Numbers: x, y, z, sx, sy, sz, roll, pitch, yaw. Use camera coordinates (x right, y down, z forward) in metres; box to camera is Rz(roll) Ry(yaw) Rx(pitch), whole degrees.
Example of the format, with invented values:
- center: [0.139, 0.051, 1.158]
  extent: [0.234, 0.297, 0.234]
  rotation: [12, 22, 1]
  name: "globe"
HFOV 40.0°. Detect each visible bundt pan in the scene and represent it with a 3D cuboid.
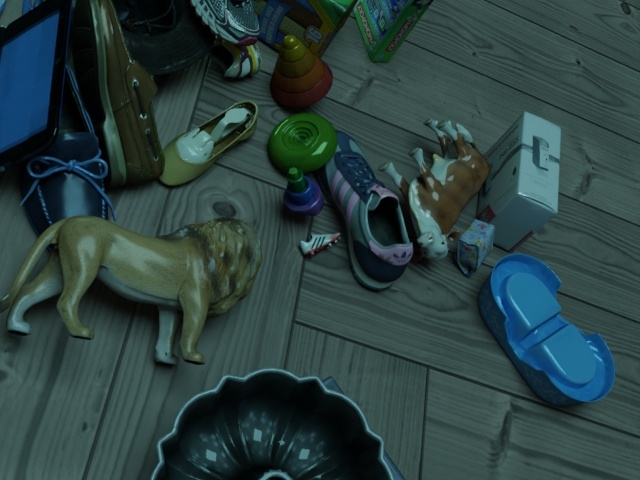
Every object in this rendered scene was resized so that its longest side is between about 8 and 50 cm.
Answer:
- center: [-0.071, 0.346, 1.183]
  extent: [0.331, 0.124, 0.330]
  rotation: [6, 64, -13]
  name: "bundt pan"

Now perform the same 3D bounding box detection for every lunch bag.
- center: [0.283, 0.016, 1.621]
  extent: [0.053, 0.083, 0.071]
  rotation: [20, 47, 28]
  name: "lunch bag"

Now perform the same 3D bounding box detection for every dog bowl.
- center: [0.399, 0.167, 1.585]
  extent: [0.166, 0.074, 0.297]
  rotation: [-24, 73, -36]
  name: "dog bowl"

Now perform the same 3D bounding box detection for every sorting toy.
- center: [-0.042, -0.222, 1.542]
  extent: [0.127, 0.126, 0.365]
  rotation: [-6, 59, 7]
  name: "sorting toy"

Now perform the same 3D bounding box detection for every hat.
- center: [-0.344, -0.423, 1.538]
  extent: [0.331, 0.134, 0.331]
  rotation: [10, 71, -30]
  name: "hat"

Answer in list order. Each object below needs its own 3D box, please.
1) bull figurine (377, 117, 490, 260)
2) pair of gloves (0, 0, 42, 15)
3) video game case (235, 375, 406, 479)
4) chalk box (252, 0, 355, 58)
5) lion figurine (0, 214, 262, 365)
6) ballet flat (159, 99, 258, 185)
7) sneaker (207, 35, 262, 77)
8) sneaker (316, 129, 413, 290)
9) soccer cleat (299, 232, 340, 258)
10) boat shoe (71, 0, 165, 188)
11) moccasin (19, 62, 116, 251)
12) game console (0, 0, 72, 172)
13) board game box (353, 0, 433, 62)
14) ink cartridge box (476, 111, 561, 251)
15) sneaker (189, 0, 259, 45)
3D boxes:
- center: [0.215, -0.100, 1.627]
  extent: [0.188, 0.101, 0.310]
  rotation: [58, 43, -16]
  name: "bull figurine"
- center: [-0.525, -0.391, 1.496]
  extent: [0.198, 0.023, 0.159]
  rotation: [20, 54, -15]
  name: "pair of gloves"
- center: [0.024, 0.360, 1.307]
  extent: [0.196, 0.026, 0.274]
  rotation: [-28, 77, -36]
  name: "video game case"
- center: [-0.073, -0.504, 1.694]
  extent: [0.289, 0.179, 0.180]
  rotation: [33, 51, -5]
  name: "chalk box"
- center: [-0.263, 0.042, 1.259]
  extent: [0.392, 0.142, 0.240]
  rotation: [19, 70, -33]
  name: "lion figurine"
- center: [-0.191, -0.176, 1.499]
  extent: [0.080, 0.073, 0.232]
  rotation: [43, 52, 4]
  name: "ballet flat"
- center: [-0.184, -0.384, 1.634]
  extent: [0.084, 0.069, 0.185]
  rotation: [-19, 70, -40]
  name: "sneaker"
- center: [0.086, -0.080, 1.542]
  extent: [0.112, 0.131, 0.319]
  rotation: [-8, 65, -30]
  name: "sneaker"
- center: [0.000, 0.000, 1.516]
  extent: [0.083, 0.029, 0.035]
  rotation: [-29, 81, -32]
  name: "soccer cleat"
- center: [-0.319, -0.240, 1.399]
  extent: [0.104, 0.111, 0.307]
  rotation: [-13, 104, -31]
  name: "boat shoe"
- center: [-0.402, -0.131, 1.335]
  extent: [0.138, 0.117, 0.342]
  rotation: [-11, 68, -32]
  name: "moccasin"
- center: [-0.519, -0.245, 1.305]
  extent: [0.250, 0.173, 0.293]
  rotation: [9, 60, -23]
  name: "game console"
- center: [0.125, -0.558, 1.806]
  extent: [0.046, 0.213, 0.317]
  rotation: [-3, 63, -28]
  name: "board game box"
- center: [0.382, -0.114, 1.696]
  extent: [0.092, 0.158, 0.218]
  rotation: [24, 53, -11]
  name: "ink cartridge box"
- center: [-0.172, -0.481, 1.532]
  extent: [0.121, 0.112, 0.299]
  rotation: [-12, 81, -54]
  name: "sneaker"
